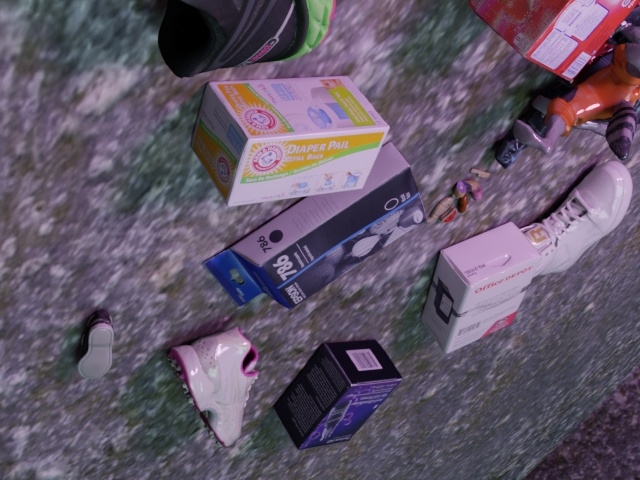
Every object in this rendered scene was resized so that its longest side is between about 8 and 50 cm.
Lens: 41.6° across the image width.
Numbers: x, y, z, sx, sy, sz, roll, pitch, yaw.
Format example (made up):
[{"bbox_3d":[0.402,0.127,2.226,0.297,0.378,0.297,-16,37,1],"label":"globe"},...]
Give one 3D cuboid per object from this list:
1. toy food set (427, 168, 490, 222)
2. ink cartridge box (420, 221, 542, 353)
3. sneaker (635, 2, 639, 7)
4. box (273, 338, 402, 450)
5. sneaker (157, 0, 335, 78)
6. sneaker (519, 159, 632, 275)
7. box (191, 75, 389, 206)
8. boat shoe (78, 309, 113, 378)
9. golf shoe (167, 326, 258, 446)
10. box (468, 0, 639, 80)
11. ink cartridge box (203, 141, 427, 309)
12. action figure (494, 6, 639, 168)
[{"bbox_3d":[0.242,-0.068,1.446,0.078,0.019,0.122,8,129,-47],"label":"toy food set"},{"bbox_3d":[0.308,0.094,1.643,0.172,0.100,0.237,-21,146,-20],"label":"ink cartridge box"},{"bbox_3d":[0.436,-0.364,1.180,0.178,0.077,0.072,-47,147,19],"label":"sneaker"},{"bbox_3d":[0.032,0.302,1.660,0.153,0.108,0.207,2,133,-44],"label":"box"},{"bbox_3d":[-0.113,-0.304,0.667,0.202,0.185,0.483,-27,144,-8],"label":"sneaker"},{"bbox_3d":[0.470,-0.024,1.630,0.169,0.108,0.293,-14,144,-35],"label":"sneaker"},{"bbox_3d":[-0.038,-0.125,1.030,0.203,0.114,0.103,-9,140,-32],"label":"box"},{"bbox_3d":[-0.321,0.150,1.206,0.046,0.038,0.125,3,134,-18],"label":"boat shoe"},{"bbox_3d":[-0.155,0.252,1.426,0.140,0.115,0.306,-30,149,-13],"label":"golf shoe"},{"bbox_3d":[0.320,-0.338,1.010,0.128,0.123,0.257,7,129,-47],"label":"box"},{"bbox_3d":[0.000,0.000,1.278,0.332,0.065,0.165,-33,148,-1],"label":"ink cartridge box"},{"bbox_3d":[0.409,-0.187,1.274,0.341,0.178,0.330,-51,165,32],"label":"action figure"}]
